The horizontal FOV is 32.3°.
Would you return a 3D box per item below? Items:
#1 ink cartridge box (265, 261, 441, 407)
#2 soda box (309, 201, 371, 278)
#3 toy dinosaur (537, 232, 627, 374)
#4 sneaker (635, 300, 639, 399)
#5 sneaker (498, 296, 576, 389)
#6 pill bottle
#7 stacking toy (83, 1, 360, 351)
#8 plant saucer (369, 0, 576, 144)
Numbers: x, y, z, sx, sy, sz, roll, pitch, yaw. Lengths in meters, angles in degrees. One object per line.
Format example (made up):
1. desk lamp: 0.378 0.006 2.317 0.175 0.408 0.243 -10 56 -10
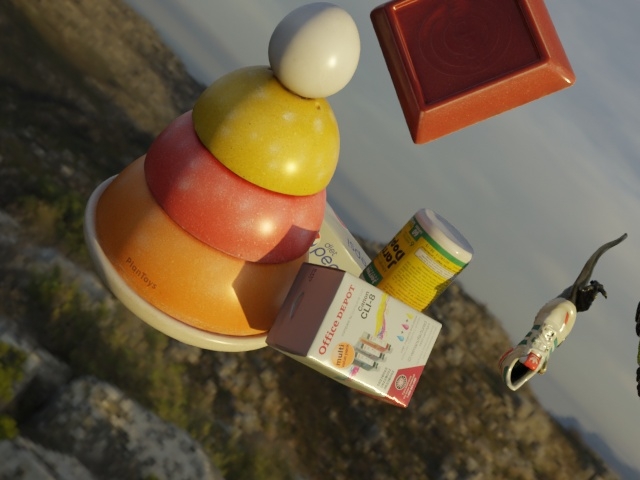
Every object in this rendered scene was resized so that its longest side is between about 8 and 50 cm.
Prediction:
1. ink cartridge box: 0.043 0.126 1.490 0.176 0.128 0.127 29 -10 -26
2. soda box: 0.000 0.000 2.083 0.286 0.091 0.098 52 18 -32
3. toy dinosaur: 0.403 0.097 1.755 0.064 0.268 0.118 35 10 7
4. sneaker: 0.554 0.146 1.716 0.109 0.275 0.107 12 -25 -5
5. sneaker: 0.325 0.159 1.637 0.057 0.161 0.075 35 20 -6
6. pill bottle: 0.134 0.060 1.744 0.117 0.208 0.117 38 16 -13
7. stacking toy: -0.082 -0.113 1.508 0.350 0.480 0.351 25 34 -18
8. plant saucer: 0.221 -0.306 1.679 0.048 0.259 0.259 46 26 -64
